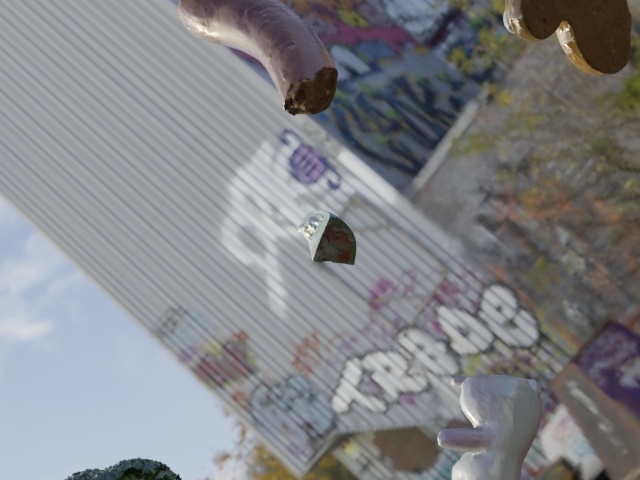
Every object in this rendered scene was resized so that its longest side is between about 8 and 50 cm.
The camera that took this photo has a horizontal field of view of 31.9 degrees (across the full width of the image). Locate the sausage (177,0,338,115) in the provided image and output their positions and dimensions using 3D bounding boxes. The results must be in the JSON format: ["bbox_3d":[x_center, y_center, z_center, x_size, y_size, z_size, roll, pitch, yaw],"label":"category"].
[{"bbox_3d":[-0.071,-0.245,1.356,0.103,0.302,0.076,-35,-43,-11],"label":"sausage"}]

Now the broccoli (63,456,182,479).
[{"bbox_3d":[-0.227,0.407,1.336,0.297,0.297,0.297,-49,21,-1],"label":"broccoli"}]

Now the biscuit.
[{"bbox_3d":[0.222,-0.300,1.145,0.047,0.339,0.216,-2,54,47],"label":"biscuit"}]

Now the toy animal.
[{"bbox_3d":[0.249,0.339,1.708,0.140,0.138,0.282,38,-115,-50],"label":"toy animal"}]

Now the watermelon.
[{"bbox_3d":[0.000,0.000,1.357,0.061,0.085,0.085,-53,-9,-31],"label":"watermelon"}]
